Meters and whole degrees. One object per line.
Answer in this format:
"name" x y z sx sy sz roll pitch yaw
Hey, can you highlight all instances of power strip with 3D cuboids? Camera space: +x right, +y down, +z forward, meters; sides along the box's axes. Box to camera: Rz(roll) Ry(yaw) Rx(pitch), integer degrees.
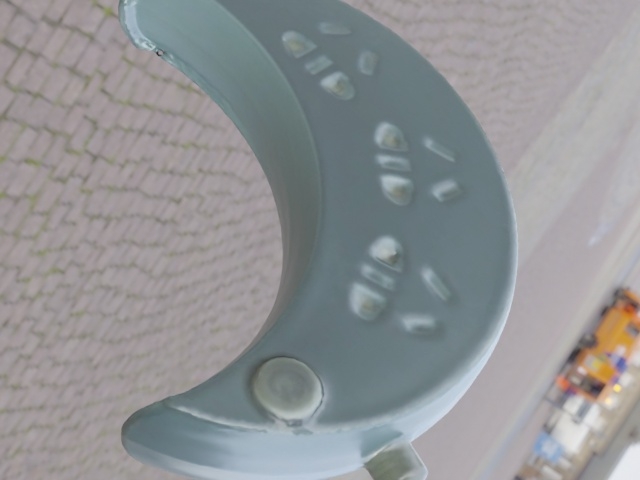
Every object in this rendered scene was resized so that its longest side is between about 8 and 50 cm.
"power strip" 0.000 0.000 0.497 0.054 0.168 0.253 119 -31 -52
